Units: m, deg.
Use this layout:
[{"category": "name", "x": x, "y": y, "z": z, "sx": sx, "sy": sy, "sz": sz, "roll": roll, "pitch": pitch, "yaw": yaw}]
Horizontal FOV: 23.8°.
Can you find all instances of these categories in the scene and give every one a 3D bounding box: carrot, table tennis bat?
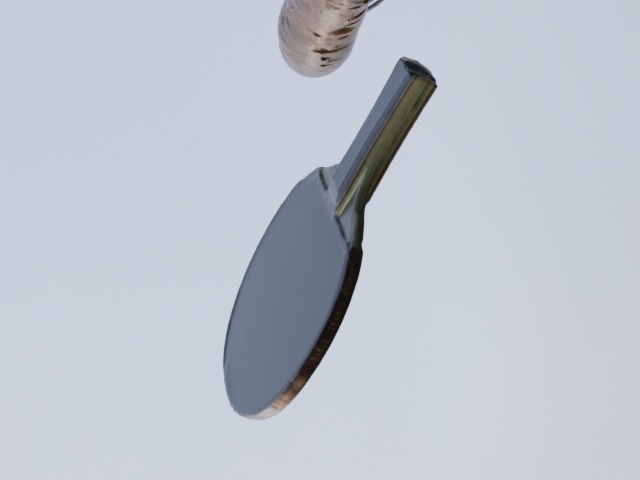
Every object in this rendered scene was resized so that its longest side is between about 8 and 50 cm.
[{"category": "carrot", "x": 0.009, "y": -0.112, "z": 0.605, "sx": 0.035, "sy": 0.035, "sz": 0.165, "roll": -59, "pitch": -1, "yaw": -25}, {"category": "table tennis bat", "x": 0.000, "y": 0.000, "z": 0.589, "sx": 0.014, "sy": 0.095, "sz": 0.158, "roll": 21, "pitch": -66, "yaw": -22}]

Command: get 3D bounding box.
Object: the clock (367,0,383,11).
[{"category": "clock", "x": -0.014, "y": -0.265, "z": 1.258, "sx": 0.193, "sy": 0.144, "sz": 0.073, "roll": 19, "pitch": -114, "yaw": -29}]
